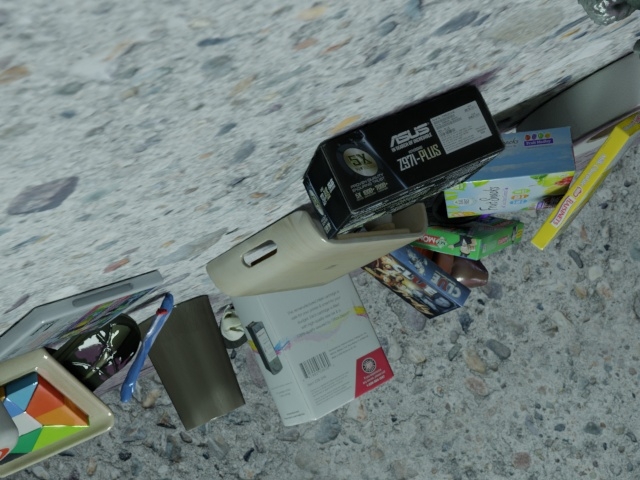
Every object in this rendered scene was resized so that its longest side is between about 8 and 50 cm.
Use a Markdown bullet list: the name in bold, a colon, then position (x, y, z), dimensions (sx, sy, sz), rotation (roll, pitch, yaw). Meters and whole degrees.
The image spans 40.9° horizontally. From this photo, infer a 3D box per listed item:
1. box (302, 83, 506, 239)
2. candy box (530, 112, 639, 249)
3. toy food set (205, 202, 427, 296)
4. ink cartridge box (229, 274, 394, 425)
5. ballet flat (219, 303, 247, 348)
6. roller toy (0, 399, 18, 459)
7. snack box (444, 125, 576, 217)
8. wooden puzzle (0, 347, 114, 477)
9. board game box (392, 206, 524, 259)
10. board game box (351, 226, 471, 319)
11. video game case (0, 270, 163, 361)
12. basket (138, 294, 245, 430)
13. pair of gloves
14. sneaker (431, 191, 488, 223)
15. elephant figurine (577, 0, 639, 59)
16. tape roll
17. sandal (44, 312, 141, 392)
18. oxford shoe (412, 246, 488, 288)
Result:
- **box**: position (0.084, -0.081, 0.923), dimensions (0.180, 0.077, 0.147), rotation (-23, 174, -11)
- **candy box**: position (0.372, -0.081, 1.190), dimensions (0.105, 0.027, 0.206), rotation (-31, 156, -53)
- **toy food set**: position (0.000, 0.000, 1.330), dimensions (0.220, 0.092, 0.306), rotation (-28, 165, 37)
- **ink cartridge box**: position (-0.020, 0.189, 1.739), dimensions (0.226, 0.306, 0.131), rotation (-20, 173, -35)
- **ballet flat**: position (-0.181, 0.178, 2.087), dimensions (0.280, 0.095, 0.096), rotation (-40, 157, 31)
- **roller toy**: position (-0.508, 0.249, 1.112), dimensions (0.191, 0.146, 0.209), rotation (-32, 171, -23)
- **snack box**: position (0.260, -0.092, 1.219), dimensions (0.175, 0.070, 0.207), rotation (-5, 167, 8)
- **wooden puzzle**: position (-0.458, 0.265, 1.289), dimensions (0.221, 0.044, 0.238), rotation (-24, 136, 2)
- **board game box**: position (0.280, -0.022, 1.806), dimensions (0.214, 0.046, 0.317), rotation (14, -167, 26)
- **board game box**: position (0.164, 0.060, 1.719), dimensions (0.042, 0.243, 0.165), rotation (-55, -176, -20)
- **video game case**: position (-0.331, 0.104, 1.142), dimensions (0.183, 0.023, 0.201), rotation (-18, 170, -45)
- **basket**: position (-0.250, 0.245, 1.693), dimensions (0.154, 0.226, 0.204), rotation (-21, 172, -28)
- **pair of gloves**: position (-0.271, 0.165, 1.355), dimensions (0.198, 0.023, 0.159), rotation (-121, -123, -83)
- **sneaker**: position (0.336, -0.098, 1.637), dimensions (0.293, 0.102, 0.146), rotation (-29, 172, 35)
- **elephant figurine**: position (0.292, -0.129, 0.567), dimensions (0.186, 0.239, 0.169), rotation (-21, 173, -32)
- **tape roll**: position (0.487, -0.224, 1.306), dimensions (0.392, 0.072, 0.392), rotation (-25, 174, -3)
- **sandal**: position (-0.413, 0.208, 1.355), dimensions (0.303, 0.086, 0.120), rotation (-35, 135, 2)
- **oxford shoe**: position (0.279, 0.051, 1.923), dimensions (0.133, 0.130, 0.363), rotation (14, -170, -6)
